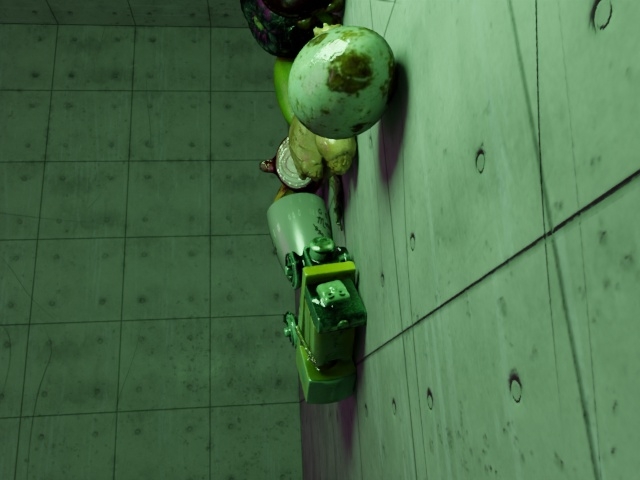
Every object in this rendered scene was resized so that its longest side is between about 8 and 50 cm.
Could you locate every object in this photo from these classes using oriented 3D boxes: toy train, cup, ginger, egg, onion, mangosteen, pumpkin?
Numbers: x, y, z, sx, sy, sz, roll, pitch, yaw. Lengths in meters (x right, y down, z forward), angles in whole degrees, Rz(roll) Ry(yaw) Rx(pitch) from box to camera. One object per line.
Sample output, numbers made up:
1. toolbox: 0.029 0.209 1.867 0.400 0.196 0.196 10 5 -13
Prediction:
1. toy train: 0.008 0.189 1.377 0.253 0.160 0.397 -111 19 -47
2. cup: -0.036 0.020 1.767 0.258 0.186 0.234 44 -154 -55
3. ginger: 0.001 -0.275 1.288 0.375 0.166 0.236 88 -174 -63
4. egg: 0.037 -0.254 0.934 0.231 0.169 0.169 152 117 -70
5. onion: -0.080 -0.232 1.792 0.140 0.218 0.195 -2 -96 -69
6. mangosteen: -0.034 -0.620 1.402 0.265 0.228 0.228 55 -171 -26
7. pumpkin: -0.101 -0.717 1.783 0.315 0.238 0.315 58 166 22

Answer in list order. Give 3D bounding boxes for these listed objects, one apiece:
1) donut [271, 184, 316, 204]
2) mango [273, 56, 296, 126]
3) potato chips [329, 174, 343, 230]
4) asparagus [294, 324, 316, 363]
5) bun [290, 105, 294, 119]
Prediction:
1. donut: -0.057 -0.215 1.973 0.151 0.112 0.295 -41 26 38
2. mango: -0.074 -0.505 1.943 0.192 0.156 0.343 84 178 -63
3. potato chips: 0.041 -0.119 1.537 0.207 0.028 0.092 -96 6 -47
4. asparagus: -0.033 0.229 1.276 0.015 0.014 0.114 76 167 -46
5. bun: -0.023 -0.410 1.654 0.195 0.118 0.195 179 90 -77
